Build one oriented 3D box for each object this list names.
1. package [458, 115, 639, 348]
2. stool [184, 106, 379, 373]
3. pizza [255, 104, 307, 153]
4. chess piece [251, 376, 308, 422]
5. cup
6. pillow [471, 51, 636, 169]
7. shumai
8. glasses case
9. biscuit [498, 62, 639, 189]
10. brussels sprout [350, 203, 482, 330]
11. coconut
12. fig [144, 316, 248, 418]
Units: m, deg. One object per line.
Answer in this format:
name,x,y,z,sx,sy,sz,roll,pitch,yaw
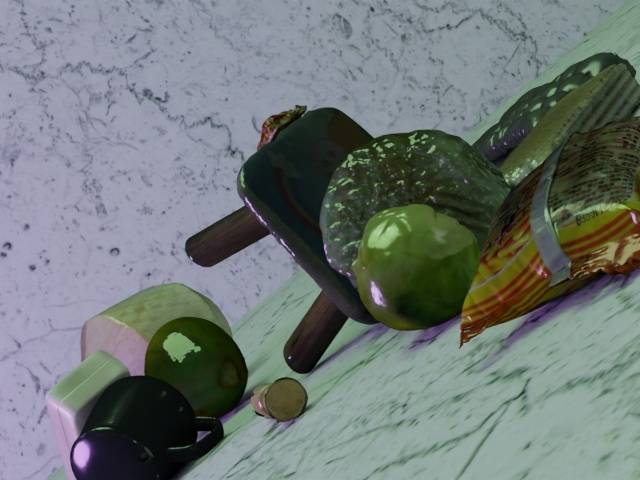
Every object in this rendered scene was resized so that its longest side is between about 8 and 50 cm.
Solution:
package,0.240,-0.022,1.278,0.223,0.108,0.288,-39,5,33
stool,0.000,0.000,1.983,0.226,0.310,0.310,-45,-3,42
pizza,-0.059,-0.175,1.981,0.099,0.029,0.100,-44,-5,-26
chess piece,-0.061,0.217,1.784,0.060,0.060,0.172,-40,1,-14
cup,-0.264,0.307,2.016,0.223,0.169,0.176,-4,22,21
pillow,0.390,-0.208,2.287,0.228,0.101,0.326,-43,3,-19
shumai,0.141,-0.031,1.743,0.261,0.225,0.222,-16,-5,18
glasses case,-0.371,0.323,2.208,0.131,0.070,0.312,-41,-30,-30
biscuit,0.353,-0.141,1.891,0.144,0.078,0.426,-35,5,36
brussels sprout,0.110,0.041,1.557,0.151,0.149,0.122,-56,8,40
coconut,-0.327,0.238,2.526,0.329,0.328,0.329,-39,3,3
fig,-0.206,0.221,2.238,0.181,0.181,0.191,-41,26,-31
